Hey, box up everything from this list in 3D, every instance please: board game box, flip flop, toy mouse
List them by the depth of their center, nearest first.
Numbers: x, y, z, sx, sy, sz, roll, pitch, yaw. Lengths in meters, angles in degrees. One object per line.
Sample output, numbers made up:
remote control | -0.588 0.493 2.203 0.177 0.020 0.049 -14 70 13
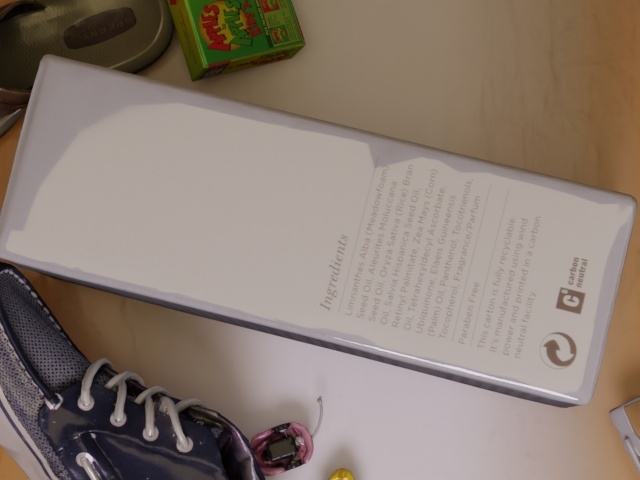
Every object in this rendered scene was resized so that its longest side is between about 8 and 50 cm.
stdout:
toy mouse | -0.036 0.206 1.634 0.143 0.031 0.161 2 85 3
board game box | -0.086 -0.231 1.654 0.092 0.043 0.181 -15 84 -20
flip flop | -0.254 -0.147 1.654 0.277 0.080 0.112 -21 84 1

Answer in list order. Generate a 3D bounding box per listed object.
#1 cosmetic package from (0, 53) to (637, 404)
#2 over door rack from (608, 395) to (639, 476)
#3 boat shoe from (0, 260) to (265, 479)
cosmetic package | 0.000 0.000 1.553 0.453 0.230 0.161 14 85 4
over door rack | 0.319 0.235 1.480 0.108 0.239 0.324 -5 72 -29
boat shoe | -0.156 0.138 1.566 0.158 0.127 0.340 -25 103 22
